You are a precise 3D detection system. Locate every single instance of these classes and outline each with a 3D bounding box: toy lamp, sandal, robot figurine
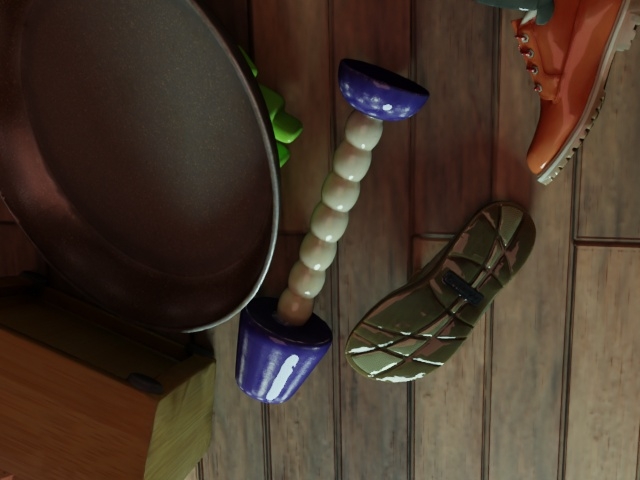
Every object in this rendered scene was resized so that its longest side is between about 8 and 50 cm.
[{"bbox_3d":[0.000,0.000,0.810,0.080,0.080,0.274,23,107,3],"label":"toy lamp"},{"bbox_3d":[0.095,0.041,0.822,0.072,0.049,0.180,42,95,-10],"label":"sandal"},{"bbox_3d":[-0.073,-0.096,0.796,0.115,0.067,0.101,29,112,2],"label":"robot figurine"}]

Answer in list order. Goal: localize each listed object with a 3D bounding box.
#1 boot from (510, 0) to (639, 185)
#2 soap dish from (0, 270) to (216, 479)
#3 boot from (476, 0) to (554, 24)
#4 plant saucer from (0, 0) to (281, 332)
[{"bbox_3d":[0.168,-0.121,0.751,0.085,0.059,0.158,21,101,7],"label":"boot"},{"bbox_3d":[-0.199,0.112,0.783,0.229,0.291,0.118,24,91,3],"label":"soap dish"},{"bbox_3d":[0.082,-0.235,0.708,0.198,0.077,0.137,31,134,31],"label":"boot"},{"bbox_3d":[-0.144,-0.079,0.772,0.311,0.050,0.310,20,128,28],"label":"plant saucer"}]
